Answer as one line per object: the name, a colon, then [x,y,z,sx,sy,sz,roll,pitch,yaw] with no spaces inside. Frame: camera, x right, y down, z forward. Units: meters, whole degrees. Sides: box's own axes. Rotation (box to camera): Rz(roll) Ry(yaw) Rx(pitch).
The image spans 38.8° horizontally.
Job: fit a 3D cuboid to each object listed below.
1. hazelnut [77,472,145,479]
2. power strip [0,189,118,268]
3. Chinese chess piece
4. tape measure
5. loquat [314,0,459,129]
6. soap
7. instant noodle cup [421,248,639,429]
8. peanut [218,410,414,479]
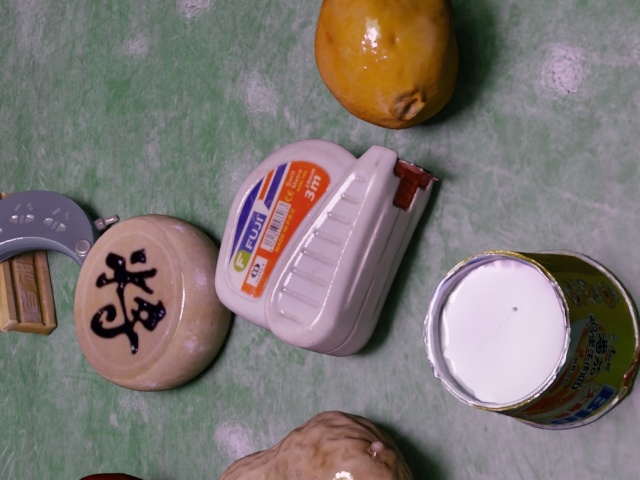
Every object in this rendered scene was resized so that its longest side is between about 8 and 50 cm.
hazelnut: [-0.283,0.434,1.207,0.229,0.229,0.229,-8,76,35]
power strip: [-0.450,-0.002,1.463,0.253,0.054,0.167,-5,69,4]
Chinese chess piece: [-0.244,0.090,1.318,0.257,0.104,0.257,-8,76,36]
tape measure: [0.000,0.000,1.142,0.265,0.130,0.258,22,92,43]
loquat: [0.080,-0.240,1.093,0.187,0.176,0.234,107,157,-58]
soap: [-0.508,0.037,1.532,0.037,0.092,0.252,-32,63,32]
instant noodle cup: [0.212,0.095,0.946,0.205,0.153,0.205,-9,74,34]
peanut: [-0.005,0.287,1.082,0.291,0.159,0.143,-28,100,40]
